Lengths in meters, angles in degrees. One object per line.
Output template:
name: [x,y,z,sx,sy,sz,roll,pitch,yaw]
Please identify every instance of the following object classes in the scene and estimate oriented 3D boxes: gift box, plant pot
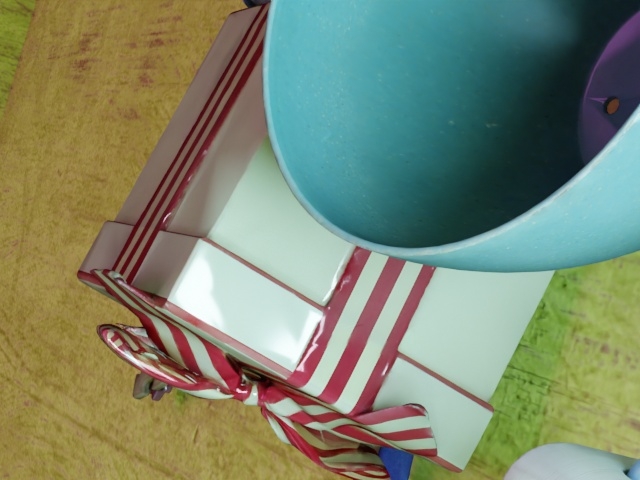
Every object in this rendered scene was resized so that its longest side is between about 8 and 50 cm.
gift box: [0.000,0.000,0.978,0.258,0.255,0.276,-62,16,-7]
plant pot: [0.138,-0.106,0.793,0.290,0.195,0.290,-22,59,41]

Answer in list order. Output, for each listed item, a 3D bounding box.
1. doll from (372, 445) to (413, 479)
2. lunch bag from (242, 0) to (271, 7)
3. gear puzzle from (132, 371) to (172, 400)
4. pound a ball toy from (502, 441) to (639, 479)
doll: [0.038,0.228,1.050,0.129,0.046,0.189,-33,45,58]
lunch bag: [0.085,-0.228,1.001,0.303,0.243,0.114,-36,43,56]
gear puzzle: [-0.085,0.047,1.466,0.339,0.044,0.175,-30,46,54]
pound a ball toy: [0.159,0.169,0.610,0.319,0.208,0.135,27,99,67]
